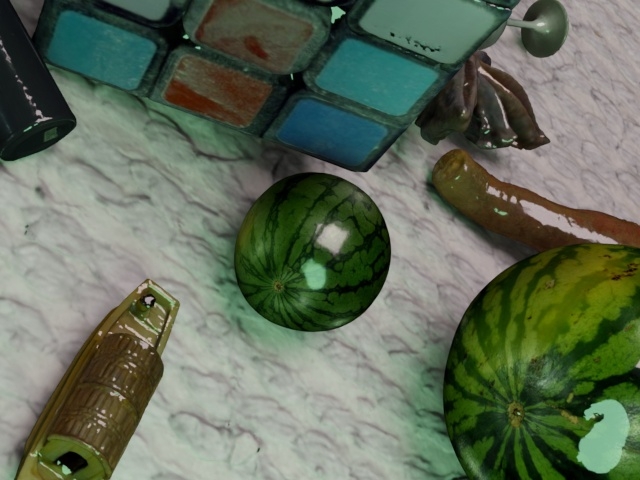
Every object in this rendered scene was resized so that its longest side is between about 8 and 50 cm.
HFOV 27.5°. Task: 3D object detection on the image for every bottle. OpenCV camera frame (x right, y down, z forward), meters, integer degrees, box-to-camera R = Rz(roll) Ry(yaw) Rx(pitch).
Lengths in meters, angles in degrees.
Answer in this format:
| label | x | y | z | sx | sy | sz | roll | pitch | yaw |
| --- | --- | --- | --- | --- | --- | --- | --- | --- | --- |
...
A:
| label | x | y | z | sx | sy | sz | roll | pitch | yaw |
| --- | --- | --- | --- | --- | --- | --- | --- | --- | --- |
| bottle | -0.294 | -0.184 | 1.090 | 0.082 | 0.072 | 0.244 | -25 | 82 | -27 |

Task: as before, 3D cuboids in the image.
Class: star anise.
| label | x | y | z | sx | sy | sz | roll | pitch | yaw |
| --- | --- | --- | --- | --- | --- | --- | --- | --- | --- |
| star anise | 0.128 | -0.163 | 1.413 | 0.198 | 0.110 | 0.257 | 46 | 27 | 19 |

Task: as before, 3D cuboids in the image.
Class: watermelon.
| label | x | y | z | sx | sy | sz | roll | pitch | yaw |
| --- | --- | --- | --- | --- | --- | --- | --- | --- | --- |
| watermelon | 0.000 | 0.000 | 1.181 | 0.141 | 0.140 | 0.187 | 47 | 37 | -7 |
| watermelon | 0.256 | 0.141 | 1.206 | 0.285 | 0.285 | 0.285 | 21 | 52 | -30 |

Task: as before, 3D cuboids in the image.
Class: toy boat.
| label | x | y | z | sx | sy | sz | roll | pitch | yaw |
| --- | --- | --- | --- | --- | --- | --- | --- | --- | --- |
| toy boat | -0.163 | 0.118 | 1.002 | 0.068 | 0.088 | 0.226 | 39 | 46 | -15 |

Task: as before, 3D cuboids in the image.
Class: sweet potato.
| label | x | y | z | sx | sy | sz | roll | pitch | yaw |
| --- | --- | --- | --- | --- | --- | --- | --- | --- | --- |
| sweet potato | 0.293 | 0.009 | 1.457 | 0.385 | 0.109 | 0.109 | 23 | 51 | -24 |

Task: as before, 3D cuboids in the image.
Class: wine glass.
| label | x | y | z | sx | sy | sz | roll | pitch | yaw |
| --- | --- | --- | --- | --- | --- | --- | --- | --- | --- |
| wine glass | 0.210 | -0.265 | 1.570 | 0.195 | 0.079 | 0.079 | 0 | 64 | -42 |

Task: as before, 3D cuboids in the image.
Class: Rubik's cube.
| label | x | y | z | sx | sy | sz | roll | pitch | yaw |
| --- | --- | --- | --- | --- | --- | --- | --- | --- | --- |
| Rubik's cube | -0.023 | -0.319 | 1.142 | 0.359 | 0.363 | 0.362 | 19 | 64 | -16 |
